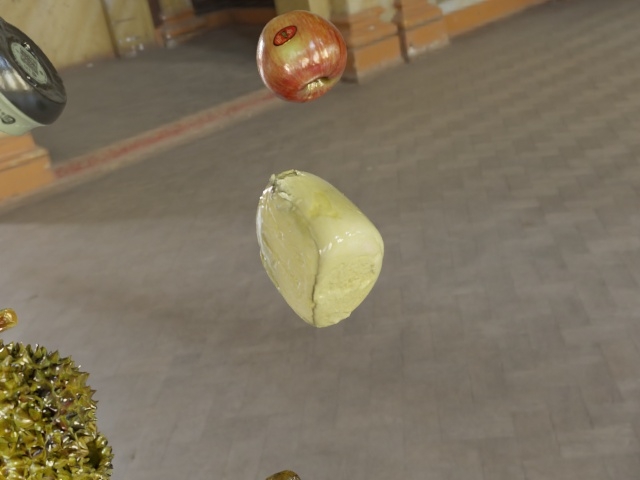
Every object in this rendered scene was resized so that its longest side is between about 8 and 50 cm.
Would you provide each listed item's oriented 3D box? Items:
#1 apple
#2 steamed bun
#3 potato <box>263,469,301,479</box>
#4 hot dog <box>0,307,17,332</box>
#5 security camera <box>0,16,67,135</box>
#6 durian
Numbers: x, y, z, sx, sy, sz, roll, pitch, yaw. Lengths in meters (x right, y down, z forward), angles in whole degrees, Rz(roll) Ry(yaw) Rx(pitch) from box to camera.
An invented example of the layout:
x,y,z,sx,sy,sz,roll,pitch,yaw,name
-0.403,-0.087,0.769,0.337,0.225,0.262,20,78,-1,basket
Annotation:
x,y,z,sx,sy,sz,roll,pitch,yaw,name
-0.031,-0.291,1.295,0.146,0.131,0.146,-25,-16,-8,apple
0.000,0.000,1.442,0.166,0.273,0.232,-23,52,-23,steamed bun
-0.074,0.456,1.529,0.083,0.040,0.051,-13,57,-33,potato
-0.469,0.124,1.153,0.090,0.030,0.034,-27,9,-23,hot dog
-0.583,-0.218,1.362,0.277,0.197,0.191,-32,48,10,security camera
-0.400,0.264,1.084,0.258,0.293,0.258,-17,34,12,durian
